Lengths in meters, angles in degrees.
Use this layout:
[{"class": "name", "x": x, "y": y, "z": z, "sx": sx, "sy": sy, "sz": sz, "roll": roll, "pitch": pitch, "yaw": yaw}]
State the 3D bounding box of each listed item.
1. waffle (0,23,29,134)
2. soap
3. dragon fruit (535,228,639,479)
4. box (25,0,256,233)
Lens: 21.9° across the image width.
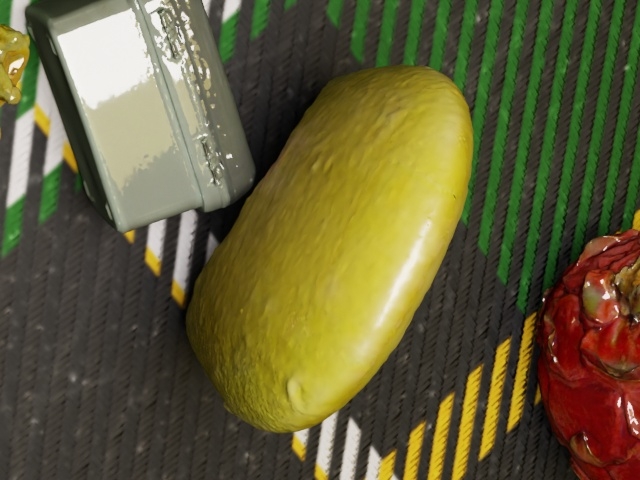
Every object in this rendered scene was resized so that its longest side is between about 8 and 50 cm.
[{"class": "waffle", "x": -0.287, "y": -0.104, "z": 1.243, "sx": 0.055, "sy": 0.211, "sz": 0.160, "roll": 38, "pitch": 82, "yaw": -31}, {"class": "soap", "x": -0.003, "y": -0.002, "z": 1.319, "sx": 0.115, "sy": 0.427, "sz": 0.306, "roll": 32, "pitch": 86, "yaw": -17}, {"class": "dragon fruit", "x": 0.351, "y": 0.139, "z": 1.620, "sx": 0.277, "sy": 0.277, "sz": 0.342, "roll": -36, "pitch": 123, "yaw": -17}, {"class": "box", "x": -0.148, "y": -0.119, "z": 1.359, "sx": 0.129, "sy": 0.148, "sz": 0.210, "roll": -22, "pitch": 110, "yaw": -14}]
